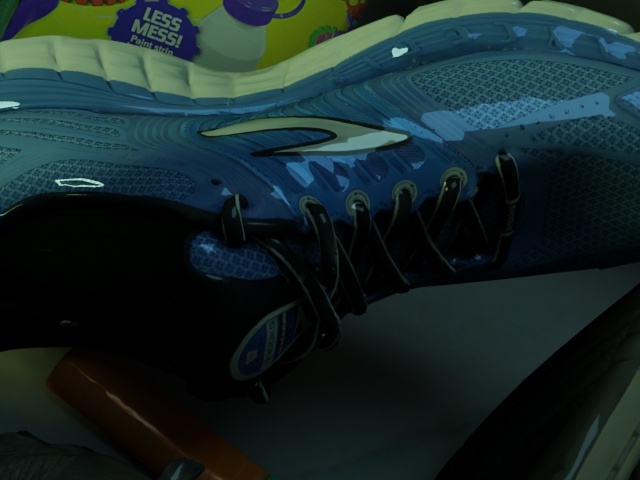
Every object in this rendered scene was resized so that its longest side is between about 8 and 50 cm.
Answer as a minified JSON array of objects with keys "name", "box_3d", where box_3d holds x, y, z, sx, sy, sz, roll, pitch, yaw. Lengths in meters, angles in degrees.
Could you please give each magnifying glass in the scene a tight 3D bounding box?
[{"name":"magnifying glass","box_3d":[-0.009,0.117,0.555,0.231,0.026,0.092,39,39,7]}]

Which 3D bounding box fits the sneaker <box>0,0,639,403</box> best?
[{"name":"sneaker","box_3d":[0.000,0.000,0.544,0.330,0.130,0.147,-5,41,2]}]

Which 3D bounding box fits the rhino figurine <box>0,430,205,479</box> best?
[{"name":"rhino figurine","box_3d":[-0.080,0.099,0.431,0.106,0.073,0.243,17,3,-5]}]

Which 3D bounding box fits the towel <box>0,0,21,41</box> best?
[{"name":"towel","box_3d":[-0.133,0.057,0.342,0.038,0.248,0.325,22,32,-16]}]

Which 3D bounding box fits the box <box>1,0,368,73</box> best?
[{"name":"box","box_3d":[-0.124,-0.202,0.666,0.290,0.177,0.279,19,27,-14]}]

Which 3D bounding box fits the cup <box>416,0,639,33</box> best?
[{"name":"cup","box_3d":[0.174,-0.186,0.815,0.237,0.331,0.331,-1,41,2]}]

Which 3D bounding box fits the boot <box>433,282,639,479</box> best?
[{"name":"boot","box_3d":[0.148,0.192,0.461,0.284,0.138,0.377,40,35,-3]}]
